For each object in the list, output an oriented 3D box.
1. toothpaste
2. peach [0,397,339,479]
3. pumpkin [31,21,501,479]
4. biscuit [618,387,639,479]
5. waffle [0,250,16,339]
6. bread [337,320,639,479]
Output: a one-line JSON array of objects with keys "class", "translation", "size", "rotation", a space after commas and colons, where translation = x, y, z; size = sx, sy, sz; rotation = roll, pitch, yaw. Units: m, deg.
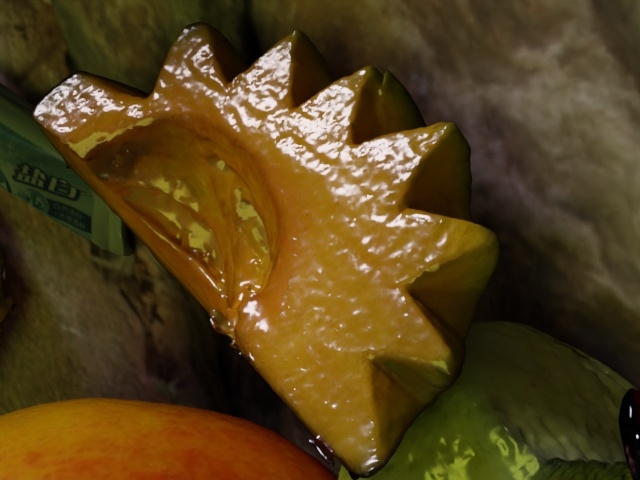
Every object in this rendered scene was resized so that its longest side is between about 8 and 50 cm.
[{"class": "toothpaste", "translation": [-0.213, -0.080, 0.691], "size": [0.268, 0.047, 0.069], "rotation": [31, 115, 15]}, {"class": "peach", "translation": [-0.096, 0.206, 0.606], "size": [0.308, 0.289, 0.289], "rotation": [-41, 86, 19]}, {"class": "pumpkin", "translation": [0.000, 0.000, 0.552], "size": [0.254, 0.130, 0.149], "rotation": [42, 174, 34]}, {"class": "biscuit", "translation": [0.194, 0.156, 0.443], "size": [0.151, 0.063, 0.235], "rotation": [-5, 90, 0]}, {"class": "waffle", "translation": [-0.264, 0.027, 0.778], "size": [0.149, 0.051, 0.194], "rotation": [46, 136, 8]}, {"class": "bread", "translation": [0.078, 0.102, 0.522], "size": [0.114, 0.129, 0.111], "rotation": [-58, 44, 30]}]
